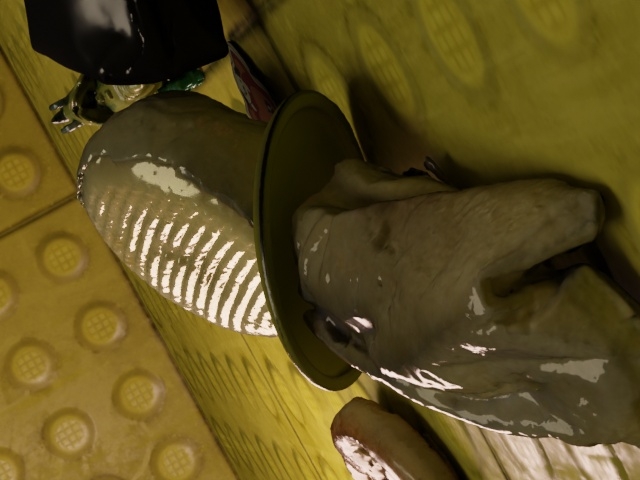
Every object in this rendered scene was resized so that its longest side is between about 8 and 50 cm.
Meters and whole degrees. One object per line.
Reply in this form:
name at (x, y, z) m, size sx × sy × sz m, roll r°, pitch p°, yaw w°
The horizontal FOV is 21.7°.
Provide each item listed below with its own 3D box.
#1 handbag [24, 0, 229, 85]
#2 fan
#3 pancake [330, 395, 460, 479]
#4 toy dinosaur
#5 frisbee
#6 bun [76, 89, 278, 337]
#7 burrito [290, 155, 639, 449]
handbag at (-0.209, -0.304, 1.533) m, size 0.342 × 0.152 × 0.287 m, roll 27°, pitch 134°, yaw 62°
fan at (-0.032, -0.097, 1.577) m, size 0.220 × 0.009 × 0.132 m, roll 52°, pitch 167°, yaw 39°
pancake at (0.128, 0.342, 1.778) m, size 0.382 × 0.071 × 0.382 m, roll 56°, pitch 166°, yaw 21°
toy dinosaur at (-0.197, -0.171, 1.780) m, size 0.094 × 0.153 × 0.259 m, roll 61°, pitch 159°, yaw -9°
frisbee at (0.000, 0.000, 1.297) m, size 0.236 × 0.017 × 0.235 m, roll -5°, pitch -90°, yaw -67°
bun at (-0.086, -0.031, 1.538) m, size 0.287 × 0.146 × 0.287 m, roll 26°, pitch 151°, yaw 16°
burrito at (0.097, 0.046, 1.107) m, size 0.332 × 0.135 × 0.190 m, roll 17°, pitch 128°, yaw 67°
